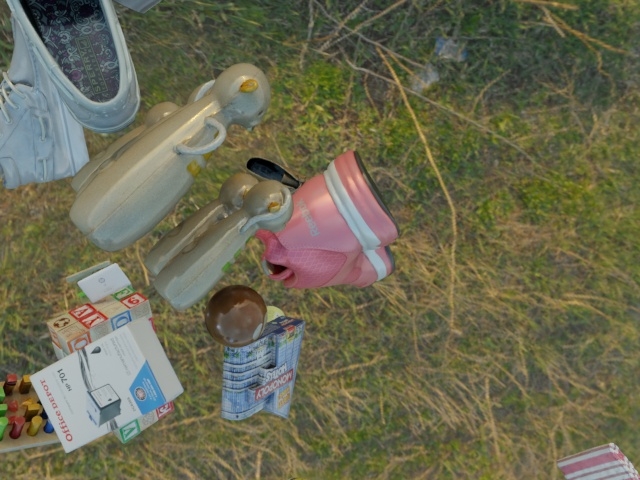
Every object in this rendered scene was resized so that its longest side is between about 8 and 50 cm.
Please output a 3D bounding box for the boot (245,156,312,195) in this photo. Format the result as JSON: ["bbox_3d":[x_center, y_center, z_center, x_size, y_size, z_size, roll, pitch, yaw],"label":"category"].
[{"bbox_3d":[-0.053,-0.121,1.515,0.305,0.115,0.112,26,86,7],"label":"boot"}]

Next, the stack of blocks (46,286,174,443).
[{"bbox_3d":[-0.415,0.261,1.236,0.171,0.087,0.297,-29,128,-36],"label":"stack of blocks"}]

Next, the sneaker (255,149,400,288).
[{"bbox_3d":[0.000,-0.001,0.672,0.136,0.116,0.314,-26,166,-1],"label":"sneaker"}]

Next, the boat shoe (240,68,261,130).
[{"bbox_3d":[-0.172,-0.309,1.342,0.072,0.068,0.190,-2,152,-13],"label":"boat shoe"}]

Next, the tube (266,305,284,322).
[{"bbox_3d":[-0.141,0.254,1.411,0.070,0.240,0.062,-4,126,16],"label":"tube"}]

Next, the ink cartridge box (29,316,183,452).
[{"bbox_3d":[-0.341,0.230,0.979,0.190,0.082,0.140,-28,88,8],"label":"ink cartridge box"}]

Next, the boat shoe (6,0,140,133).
[{"bbox_3d":[-0.193,-0.193,0.447,0.079,0.081,0.228,-25,96,-17],"label":"boat shoe"}]

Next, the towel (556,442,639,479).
[{"bbox_3d":[0.546,0.469,1.122,0.029,0.197,0.144,-27,165,-37],"label":"towel"}]

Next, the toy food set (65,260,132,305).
[{"bbox_3d":[-0.547,0.137,1.563,0.132,0.039,0.192,-24,141,-3],"label":"toy food set"}]

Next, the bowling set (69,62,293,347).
[{"bbox_3d":[-0.089,-0.026,0.518,0.154,0.287,0.200,-44,116,-8],"label":"bowling set"}]

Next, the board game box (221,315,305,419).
[{"bbox_3d":[-0.107,0.264,1.166,0.194,0.060,0.194,-18,114,-59],"label":"board game box"}]

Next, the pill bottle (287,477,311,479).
[{"bbox_3d":[0.007,0.518,1.163,0.103,0.184,0.103,9,78,-49],"label":"pill bottle"}]

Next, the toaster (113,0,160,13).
[{"bbox_3d":[-0.427,-0.609,1.344,0.168,0.110,0.186,16,71,-47],"label":"toaster"}]

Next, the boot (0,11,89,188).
[{"bbox_3d":[-0.375,-0.168,0.764,0.123,0.095,0.258,-24,143,-26],"label":"boot"}]

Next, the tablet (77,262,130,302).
[{"bbox_3d":[-0.412,0.081,1.166,0.083,0.006,0.054,-27,120,-1],"label":"tablet"}]

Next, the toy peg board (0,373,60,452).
[{"bbox_3d":[-0.636,0.353,1.304,0.160,0.161,0.079,2,135,-40],"label":"toy peg board"}]
